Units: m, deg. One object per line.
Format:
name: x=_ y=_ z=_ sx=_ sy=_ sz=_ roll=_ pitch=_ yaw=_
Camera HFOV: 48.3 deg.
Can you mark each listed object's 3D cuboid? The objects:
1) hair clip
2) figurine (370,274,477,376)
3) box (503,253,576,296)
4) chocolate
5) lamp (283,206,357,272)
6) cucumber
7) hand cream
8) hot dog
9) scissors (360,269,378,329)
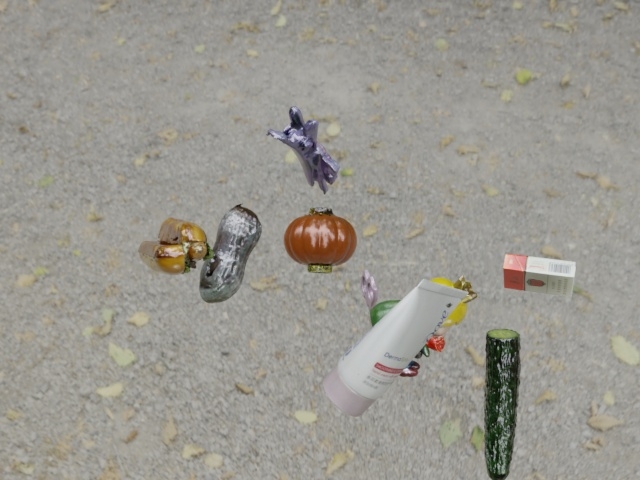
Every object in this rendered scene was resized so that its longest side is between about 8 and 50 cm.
hair clip: x=-0.020 y=-0.188 z=1.530 sx=0.137 sy=0.278 sz=0.090 roll=40 pitch=87 yaw=25
figurine: x=0.236 y=0.183 z=1.534 sx=0.234 sy=0.127 sz=0.185 roll=-21 pitch=83 yaw=15
box: x=0.492 y=0.079 z=1.609 sx=0.152 sy=0.100 sz=0.048 roll=5 pitch=59 yaw=18
chocolate: x=-0.214 y=0.035 z=1.695 sx=0.110 sy=0.110 sz=0.248 roll=23 pitch=87 yaw=19
lamp: x=0.000 y=0.000 z=2.134 sx=0.223 sy=0.223 sz=0.196 roll=0 pitch=86 yaw=5
cucumber: x=0.335 y=0.313 z=1.331 sx=0.068 sy=0.067 sz=0.293 roll=2 pitch=96 yaw=6
hand cream: x=0.111 y=0.154 z=1.068 sx=0.248 sy=0.133 sz=0.083 roll=-51 pitch=55 yaw=21
hot dog: x=-0.313 y=0.020 z=1.550 sx=0.135 sy=0.337 sz=0.100 roll=-46 pitch=108 yaw=-15
scissors: x=0.131 y=0.183 z=1.814 sx=0.021 sy=0.212 sz=0.110 roll=-10 pitch=15 yaw=-11
